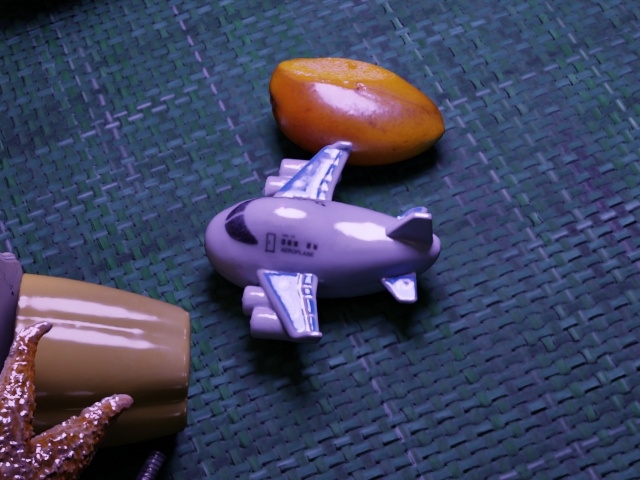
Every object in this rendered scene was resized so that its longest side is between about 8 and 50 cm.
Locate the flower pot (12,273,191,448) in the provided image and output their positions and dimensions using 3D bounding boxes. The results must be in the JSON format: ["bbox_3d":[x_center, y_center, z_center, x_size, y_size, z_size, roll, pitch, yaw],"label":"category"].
[{"bbox_3d":[-0.227,0.133,1.459,0.179,0.195,0.195,3,54,-9],"label":"flower pot"}]

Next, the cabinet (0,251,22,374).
[{"bbox_3d":[-0.492,0.140,1.392,0.318,0.227,0.290,1,82,9],"label":"cabinet"}]

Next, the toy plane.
[{"bbox_3d":[0.000,0.003,1.555,0.267,0.122,0.267,-5,53,6],"label":"toy plane"}]

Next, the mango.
[{"bbox_3d":[0.043,-0.151,1.676,0.217,0.102,0.141,13,32,11],"label":"mango"}]

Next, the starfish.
[{"bbox_3d":[-0.266,0.226,1.274,0.299,0.060,0.302,36,59,-23],"label":"starfish"}]

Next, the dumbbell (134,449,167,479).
[{"bbox_3d":[-0.213,0.316,1.376,0.082,0.081,0.254,15,57,16],"label":"dumbbell"}]
